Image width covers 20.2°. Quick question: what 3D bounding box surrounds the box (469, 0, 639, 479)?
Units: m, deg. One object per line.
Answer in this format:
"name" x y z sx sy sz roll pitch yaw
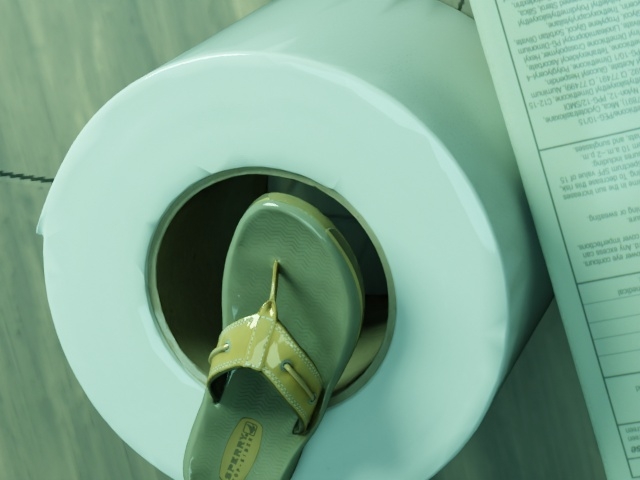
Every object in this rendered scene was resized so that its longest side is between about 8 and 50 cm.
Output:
"box" 0.182 -0.038 0.888 0.148 0.121 0.311 -11 105 22

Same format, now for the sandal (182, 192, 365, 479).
"sandal" -0.029 0.065 0.852 0.072 0.049 0.180 23 115 11

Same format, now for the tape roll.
"tape roll" 0.000 0.000 0.941 0.246 0.169 0.246 7 111 18
